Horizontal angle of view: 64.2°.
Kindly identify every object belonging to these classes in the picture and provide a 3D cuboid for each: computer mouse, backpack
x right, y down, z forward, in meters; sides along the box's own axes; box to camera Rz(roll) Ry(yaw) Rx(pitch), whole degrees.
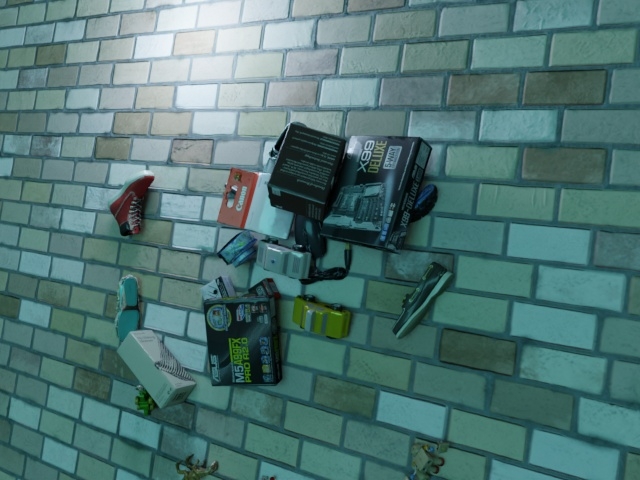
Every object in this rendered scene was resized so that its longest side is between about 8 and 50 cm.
[{"bbox_3d":[0.000,0.000,1.524,0.184,0.060,0.262,-3,83,27],"label":"computer mouse"},{"bbox_3d":[-0.253,0.026,1.624,0.114,0.105,0.084,-44,91,15],"label":"backpack"}]

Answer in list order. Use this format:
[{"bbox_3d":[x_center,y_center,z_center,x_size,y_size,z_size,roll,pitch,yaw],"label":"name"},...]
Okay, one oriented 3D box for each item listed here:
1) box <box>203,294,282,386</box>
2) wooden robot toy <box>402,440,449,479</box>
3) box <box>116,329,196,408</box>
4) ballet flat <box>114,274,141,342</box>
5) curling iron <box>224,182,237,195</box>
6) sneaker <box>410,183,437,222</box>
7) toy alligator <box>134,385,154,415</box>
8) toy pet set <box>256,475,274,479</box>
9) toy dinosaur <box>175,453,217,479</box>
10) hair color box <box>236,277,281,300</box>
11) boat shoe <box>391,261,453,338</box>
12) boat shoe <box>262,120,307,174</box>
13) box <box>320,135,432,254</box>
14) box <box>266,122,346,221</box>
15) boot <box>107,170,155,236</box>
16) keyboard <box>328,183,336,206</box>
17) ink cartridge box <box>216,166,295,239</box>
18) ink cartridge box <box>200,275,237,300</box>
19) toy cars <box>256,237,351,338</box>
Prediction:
[{"bbox_3d":[-0.238,0.307,1.562,0.216,0.060,0.270,-4,92,14],"label":"box"},{"bbox_3d":[0.267,0.575,1.343,0.173,0.076,0.079,-58,30,10],"label":"wooden robot toy"},{"bbox_3d":[-0.554,0.428,1.721,0.275,0.113,0.094,41,102,22],"label":"box"},{"bbox_3d":[-0.695,0.244,1.837,0.077,0.091,0.241,-10,74,55],"label":"ballet flat"},{"bbox_3d":[-0.225,-0.111,1.659,0.274,0.035,0.068,40,102,24],"label":"curling iron"},{"bbox_3d":[0.227,-0.086,1.414,0.221,0.083,0.087,-38,64,15],"label":"sneaker"},{"bbox_3d":[-0.598,0.528,1.732,0.056,0.189,0.051,0,42,-8],"label":"toy alligator"},{"bbox_3d":[-0.184,0.781,1.543,0.114,0.065,0.122,-10,81,-11],"label":"toy pet set"},{"bbox_3d":[-0.426,0.765,1.648,0.211,0.064,0.112,-40,70,17],"label":"toy dinosaur"},{"bbox_3d":[-0.201,0.183,1.611,0.141,0.043,0.072,-35,72,19],"label":"hair color box"},{"bbox_3d":[0.262,0.162,1.372,0.069,0.081,0.227,40,95,27],"label":"boat shoe"},{"bbox_3d":[-0.126,-0.277,1.603,0.079,0.081,0.227,39,104,23],"label":"boat shoe"},{"bbox_3d":[0.149,-0.133,1.403,0.242,0.076,0.307,13,83,43],"label":"box"},{"bbox_3d":[-0.038,-0.190,1.447,0.167,0.168,0.203,17,76,2],"label":"box"},{"bbox_3d":[-0.661,-0.126,1.849,0.244,0.088,0.176,-37,70,26],"label":"boot"},{"bbox_3d":[-0.034,-0.156,1.537,0.180,0.023,0.108,27,82,7],"label":"keyboard"},{"bbox_3d":[-0.188,-0.117,1.572,0.232,0.066,0.189,14,84,-3],"label":"ink cartridge box"},{"bbox_3d":[-0.310,0.227,1.658,0.097,0.046,0.207,-30,74,21],"label":"ink cartridge box"},{"bbox_3d":[-0.070,0.141,1.501,0.176,0.087,0.393,-41,75,28],"label":"toy cars"}]
